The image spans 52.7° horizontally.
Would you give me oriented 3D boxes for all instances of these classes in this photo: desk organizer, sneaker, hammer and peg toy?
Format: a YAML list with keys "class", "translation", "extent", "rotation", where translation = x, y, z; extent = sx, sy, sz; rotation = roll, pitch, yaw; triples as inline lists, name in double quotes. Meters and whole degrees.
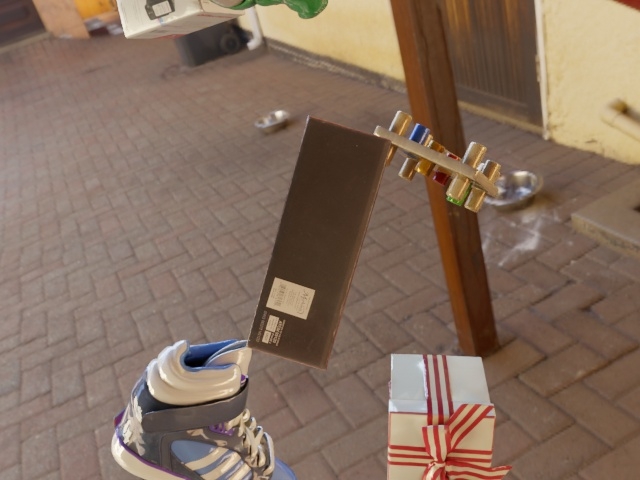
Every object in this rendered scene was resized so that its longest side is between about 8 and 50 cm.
- class: "desk organizer"
  translation: [0.000, 0.000, 0.369]
  extent: [0.047, 0.130, 0.050]
  rotation: [16, 9, 2]
- class: "sneaker"
  translation: [-0.127, 0.271, 0.973]
  extent: [0.236, 0.322, 0.130]
  rotation: [-58, 21, 14]
- class: "hammer and peg toy"
  translation: [0.282, -0.170, 1.510]
  extent: [0.265, 0.128, 0.361]
  rotation: [29, 7, 23]

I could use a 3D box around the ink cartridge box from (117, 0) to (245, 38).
- class: "ink cartridge box"
  translation: [-0.238, -0.404, 1.111]
  extent: [0.175, 0.073, 0.127]
  rotation: [-6, 11, 30]

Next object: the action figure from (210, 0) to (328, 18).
- class: "action figure"
  translation: [-0.089, -0.204, 0.363]
  extent: [0.137, 0.232, 0.063]
  rotation: [-55, 7, -13]

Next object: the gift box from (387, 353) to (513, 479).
- class: "gift box"
  translation: [0.283, 0.412, 1.459]
  extent: [0.276, 0.255, 0.258]
  rotation: [-3, 25, 9]

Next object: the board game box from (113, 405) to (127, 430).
- class: "board game box"
  translation: [-0.258, 0.294, 1.081]
  extent: [0.168, 0.133, 0.033]
  rotation: [-42, 47, 5]
